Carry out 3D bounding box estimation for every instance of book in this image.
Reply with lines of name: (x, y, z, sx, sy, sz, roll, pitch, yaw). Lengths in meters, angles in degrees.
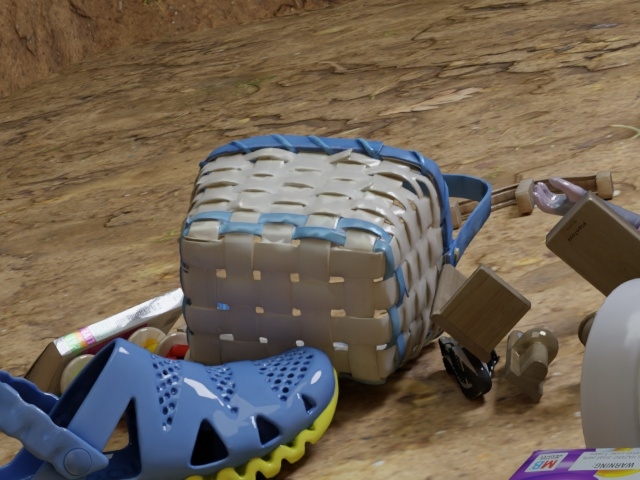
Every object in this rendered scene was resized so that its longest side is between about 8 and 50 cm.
book: (-0.200, 0.099, 1.638, 0.144, 0.035, 0.096, -23, -18, -36)

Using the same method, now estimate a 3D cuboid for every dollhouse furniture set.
dollhouse furniture set: (0.193, 0.033, 1.365, 0.151, 0.144, 0.123, -49, 5, 18)

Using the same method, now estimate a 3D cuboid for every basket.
basket: (0.000, 0.000, 1.517, 0.255, 0.201, 0.289, 5, 30, 17)

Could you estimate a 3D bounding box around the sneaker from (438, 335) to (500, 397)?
sneaker: (0.125, 0.095, 1.402, 0.044, 0.040, 0.109, -14, 15, -4)

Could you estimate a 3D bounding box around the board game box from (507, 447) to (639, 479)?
board game box: (0.114, 0.215, 0.774, 0.142, 0.144, 0.275, -6, 17, 34)

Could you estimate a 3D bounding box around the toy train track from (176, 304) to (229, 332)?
toy train track: (-0.116, 0.075, 1.769, 0.048, 0.014, 0.083, 6, 30, 37)

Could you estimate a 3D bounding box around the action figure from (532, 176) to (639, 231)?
action figure: (0.365, -0.033, 1.459, 0.248, 0.276, 0.370, -23, 26, 41)

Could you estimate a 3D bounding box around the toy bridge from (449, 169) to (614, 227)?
toy bridge: (0.220, -0.047, 1.856, 0.188, 0.026, 0.063, -11, 13, 16)

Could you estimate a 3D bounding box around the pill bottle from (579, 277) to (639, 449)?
pill bottle: (0.321, 0.087, 0.951, 0.334, 0.188, 0.188, -2, 20, 40)

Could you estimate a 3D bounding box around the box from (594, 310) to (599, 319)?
box: (0.330, 0.053, 1.220, 0.275, 0.113, 0.094, -22, 16, -28)

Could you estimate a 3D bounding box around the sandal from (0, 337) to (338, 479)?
sandal: (-0.136, 0.136, 1.328, 0.317, 0.138, 0.126, -18, 13, -18)

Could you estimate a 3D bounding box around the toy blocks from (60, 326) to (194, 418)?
toy blocks: (-0.144, 0.123, 1.541, 0.123, 0.054, 0.148, -25, 18, -34)
